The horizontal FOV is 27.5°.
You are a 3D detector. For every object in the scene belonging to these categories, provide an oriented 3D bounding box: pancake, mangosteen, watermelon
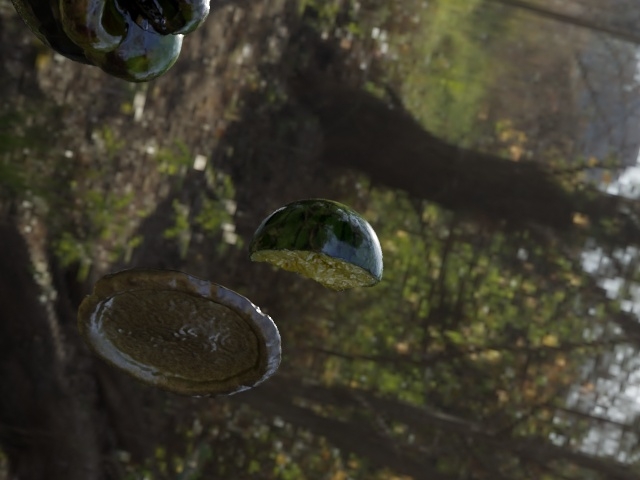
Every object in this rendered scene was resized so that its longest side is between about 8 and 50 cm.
[{"bbox_3d":[-0.133,0.088,1.216,0.199,0.199,0.021,99,3,-51],"label":"pancake"},{"bbox_3d":[-0.203,-0.268,1.266,0.243,0.243,0.243,14,90,-86],"label":"mangosteen"},{"bbox_3d":[0.000,0.000,1.002,0.105,0.105,0.062,89,15,-75],"label":"watermelon"}]
